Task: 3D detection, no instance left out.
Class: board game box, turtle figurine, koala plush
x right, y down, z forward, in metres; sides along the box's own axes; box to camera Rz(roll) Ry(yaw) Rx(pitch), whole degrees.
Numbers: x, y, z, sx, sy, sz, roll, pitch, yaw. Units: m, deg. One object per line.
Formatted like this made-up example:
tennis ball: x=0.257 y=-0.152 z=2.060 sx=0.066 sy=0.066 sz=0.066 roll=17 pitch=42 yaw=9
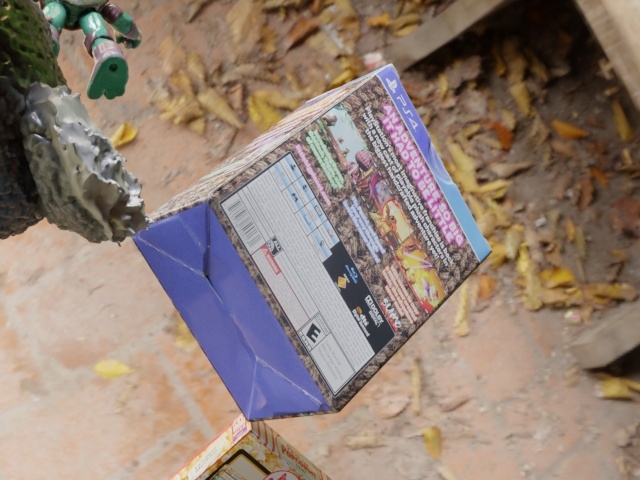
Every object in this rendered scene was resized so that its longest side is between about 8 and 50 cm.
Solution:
board game box: x=0.000 y=0.000 z=1.068 sx=0.291 sy=0.141 sz=0.232 roll=-40 pitch=105 yaw=-40
turtle figurine: x=-0.276 y=-0.243 z=1.156 sx=0.175 sy=0.118 sz=0.234 roll=-3 pitch=37 yaw=-16
board game box: x=-0.092 y=0.288 z=1.108 sx=0.193 sy=0.045 sz=0.147 roll=-42 pitch=111 yaw=10
koala plush: x=-0.173 y=-0.088 z=0.449 sx=0.203 sy=0.196 sz=0.221 roll=-63 pitch=146 yaw=-54
